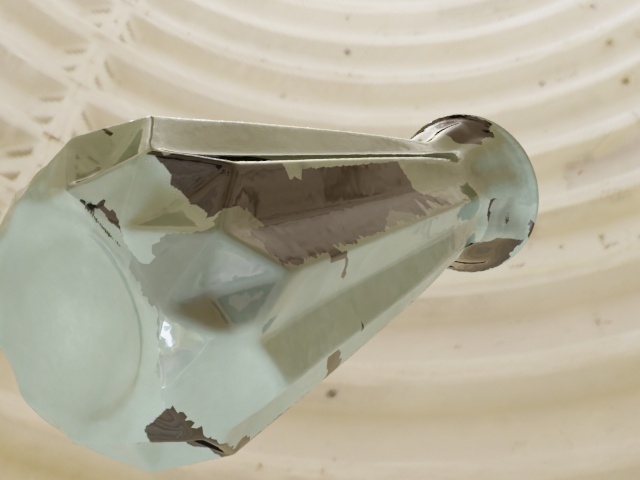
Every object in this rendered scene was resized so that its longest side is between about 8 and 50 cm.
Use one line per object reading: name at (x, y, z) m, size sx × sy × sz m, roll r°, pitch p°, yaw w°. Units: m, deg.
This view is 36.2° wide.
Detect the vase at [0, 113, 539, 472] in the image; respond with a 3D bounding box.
vase at (0.000, 0.000, 0.555) m, size 0.165 × 0.165 × 0.360 m, roll 50°, pitch -145°, yaw 17°
